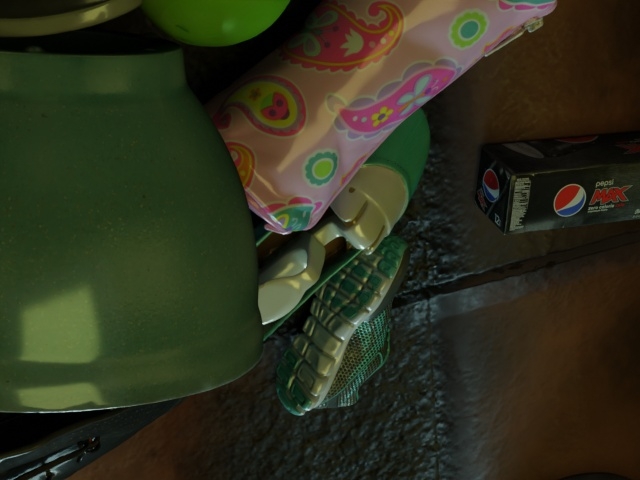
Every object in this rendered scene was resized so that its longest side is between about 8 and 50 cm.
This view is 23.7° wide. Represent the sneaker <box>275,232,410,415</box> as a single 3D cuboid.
[{"bbox_3d":[0.030,0.067,1.218,0.076,0.065,0.166,13,115,-45],"label":"sneaker"}]

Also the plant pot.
[{"bbox_3d":[-0.176,-0.032,0.952,0.293,0.293,0.196,-2,104,-21],"label":"plant pot"}]

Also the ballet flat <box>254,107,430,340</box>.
[{"bbox_3d":[0.000,0.000,1.143,0.247,0.087,0.083,-41,123,2],"label":"ballet flat"}]

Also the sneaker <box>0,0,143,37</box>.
[{"bbox_3d":[-0.207,-0.191,0.896,0.083,0.222,0.118,-40,136,-54],"label":"sneaker"}]

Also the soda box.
[{"bbox_3d":[0.212,-0.048,1.220,0.169,0.060,0.053,-6,120,-20],"label":"soda box"}]

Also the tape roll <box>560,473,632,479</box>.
[{"bbox_3d":[0.244,0.328,1.429,0.219,0.072,0.219,-9,119,-17],"label":"tape roll"}]

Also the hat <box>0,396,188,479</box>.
[{"bbox_3d":[-0.256,0.127,1.063,0.331,0.331,0.134,-29,84,-5],"label":"hat"}]

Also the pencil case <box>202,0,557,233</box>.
[{"bbox_3d":[0.042,-0.130,1.070,0.284,0.124,0.124,-41,124,2],"label":"pencil case"}]

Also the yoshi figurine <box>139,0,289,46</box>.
[{"bbox_3d":[0.005,-0.240,0.958,0.362,0.203,0.203,-28,130,-3],"label":"yoshi figurine"}]
